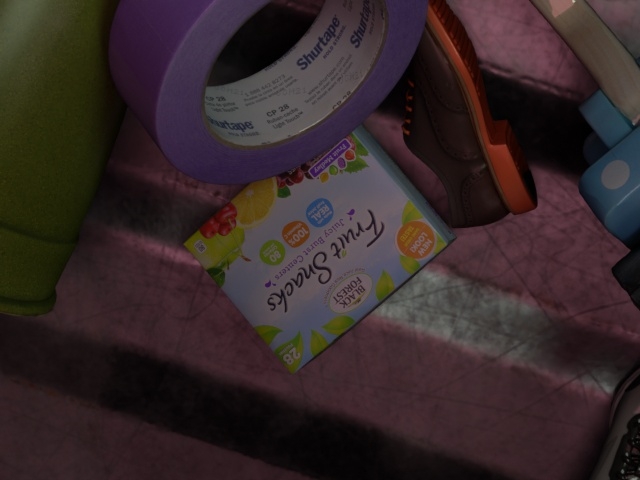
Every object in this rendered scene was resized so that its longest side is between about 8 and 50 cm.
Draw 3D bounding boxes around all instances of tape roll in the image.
[{"bbox_3d":[-0.042,-0.178,1.246,0.275,0.275,0.090,-47,59,16],"label":"tape roll"}]

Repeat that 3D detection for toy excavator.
[{"bbox_3d":[0.292,-0.121,1.294,0.222,0.445,0.433,-43,138,15],"label":"toy excavator"}]

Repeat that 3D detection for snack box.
[{"bbox_3d":[0.000,0.000,1.412,0.207,0.070,0.174,-40,86,16],"label":"snack box"}]

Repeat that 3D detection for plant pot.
[{"bbox_3d":[-0.316,-0.177,1.294,0.366,0.366,0.353,31,95,-2],"label":"plant pot"}]

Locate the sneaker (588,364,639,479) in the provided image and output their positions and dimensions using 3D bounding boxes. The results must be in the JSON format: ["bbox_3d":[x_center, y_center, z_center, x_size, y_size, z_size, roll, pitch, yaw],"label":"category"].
[{"bbox_3d":[0.317,0.241,1.436,0.100,0.108,0.271,24,106,2],"label":"sneaker"}]

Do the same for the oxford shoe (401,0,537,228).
[{"bbox_3d":[0.111,-0.133,1.364,0.098,0.097,0.271,-22,102,18],"label":"oxford shoe"}]
